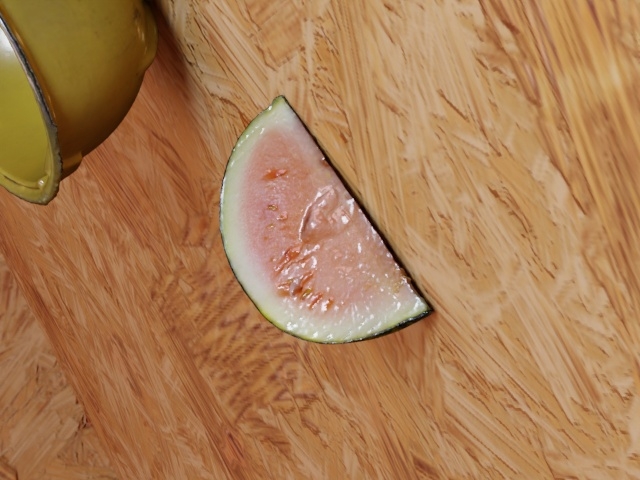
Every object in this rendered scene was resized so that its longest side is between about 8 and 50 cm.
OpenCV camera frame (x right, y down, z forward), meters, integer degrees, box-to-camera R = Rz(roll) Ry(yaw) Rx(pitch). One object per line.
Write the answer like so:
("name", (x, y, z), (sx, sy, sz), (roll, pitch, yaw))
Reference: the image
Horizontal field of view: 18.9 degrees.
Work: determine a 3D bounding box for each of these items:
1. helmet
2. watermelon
("helmet", (-0.186, -0.146, 1.254), (0.257, 0.140, 0.205), (29, 143, 53))
("watermelon", (0.003, 0.005, 1.102), (0.069, 0.087, 0.163), (15, -142, -58))
